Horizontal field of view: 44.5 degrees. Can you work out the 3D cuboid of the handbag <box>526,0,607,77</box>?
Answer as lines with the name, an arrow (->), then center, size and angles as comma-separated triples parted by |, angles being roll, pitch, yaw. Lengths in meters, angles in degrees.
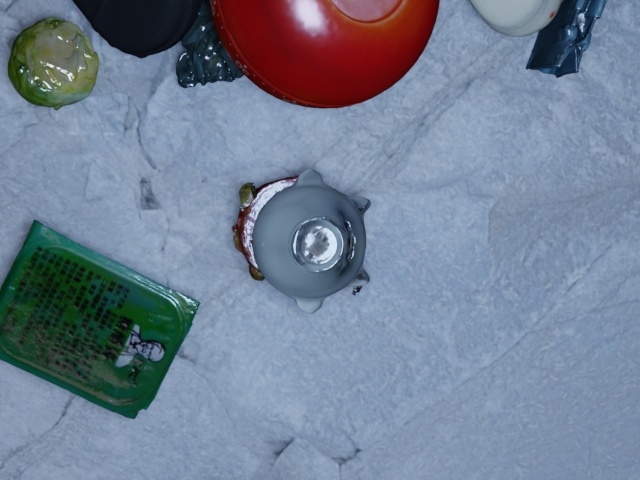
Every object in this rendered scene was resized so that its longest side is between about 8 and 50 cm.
handbag -> 0.445, -0.400, 1.358 | 0.062, 0.179, 0.229 | 17, 97, -5

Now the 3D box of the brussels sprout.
brussels sprout -> -0.471, -0.303, 1.367 | 0.151, 0.122, 0.149 | -42, 110, -30

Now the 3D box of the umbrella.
umbrella -> -0.232, -0.439, 1.364 | 0.143, 0.094, 0.349 | -18, 99, -4

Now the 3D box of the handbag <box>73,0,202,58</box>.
handbag -> -0.326, -0.454, 1.298 | 0.254, 0.093, 0.308 | -40, 84, 36

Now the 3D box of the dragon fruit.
dragon fruit -> -0.045, -0.003, 1.438 | 0.282, 0.147, 0.211 | 39, 87, -12

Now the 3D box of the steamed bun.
steamed bun -> 0.341, -0.469, 1.355 | 0.177, 0.130, 0.228 | -21, 88, 43

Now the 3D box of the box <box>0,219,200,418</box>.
box -> -0.422, 0.144, 1.456 | 0.336, 0.106, 0.264 | 28, 99, -8

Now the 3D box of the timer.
timer -> 0.010, -0.404, 1.260 | 0.377, 0.279, 0.378 | -2, 94, -24

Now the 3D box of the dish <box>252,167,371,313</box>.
dish -> 0.000, 0.000, 1.329 | 0.227, 0.086, 0.236 | -24, 98, -7
